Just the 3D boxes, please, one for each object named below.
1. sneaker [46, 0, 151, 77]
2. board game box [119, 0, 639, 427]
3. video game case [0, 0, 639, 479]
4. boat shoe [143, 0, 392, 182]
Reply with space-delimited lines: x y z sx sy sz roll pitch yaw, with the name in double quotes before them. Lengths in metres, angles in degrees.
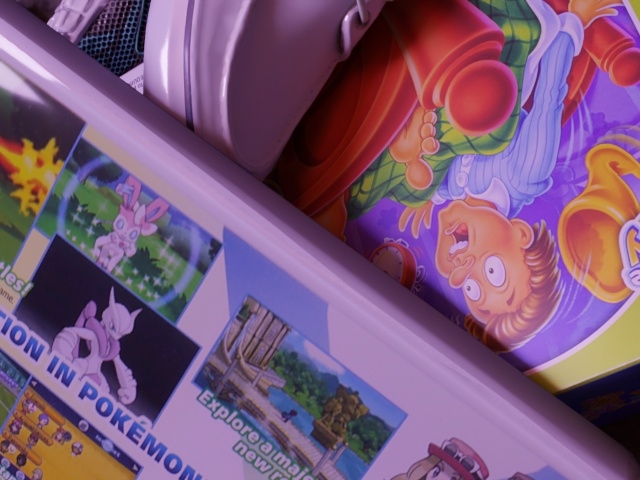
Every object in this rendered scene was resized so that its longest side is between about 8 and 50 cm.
"sneaker" -0.123 -0.106 0.554 0.166 0.076 0.065 -61 24 -3
"board game box" 0.000 0.000 0.440 0.347 0.078 0.233 -26 61 20
"video game case" -0.103 0.097 0.376 0.329 0.036 0.300 37 109 11
"boat shoe" -0.003 -0.120 0.386 0.076 0.083 0.226 6 75 33
